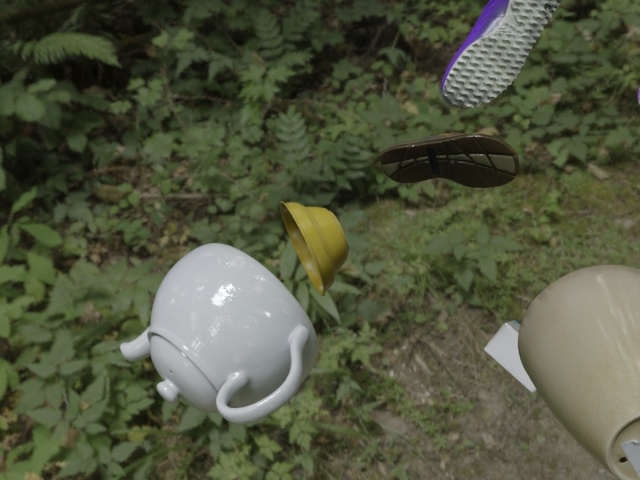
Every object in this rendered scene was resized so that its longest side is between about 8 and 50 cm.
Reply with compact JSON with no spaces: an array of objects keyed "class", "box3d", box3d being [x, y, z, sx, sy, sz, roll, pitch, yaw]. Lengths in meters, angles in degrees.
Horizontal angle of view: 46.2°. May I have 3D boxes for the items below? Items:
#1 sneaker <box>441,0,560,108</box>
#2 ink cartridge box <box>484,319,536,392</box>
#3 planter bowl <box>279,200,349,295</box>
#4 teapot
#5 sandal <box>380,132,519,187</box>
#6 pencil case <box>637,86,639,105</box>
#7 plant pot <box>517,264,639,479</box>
[{"class":"sneaker","box3d":[0.315,-0.362,1.339,0.293,0.102,0.146,-53,14,8]},{"class":"ink cartridge box","box3d":[0.477,0.267,1.764,0.148,0.203,0.086,42,102,19]},{"class":"planter bowl","box3d":[0.000,0.000,1.564,0.090,0.217,0.217,-24,36,-9]},{"class":"teapot","box3d":[-0.136,0.142,0.995,0.252,0.256,0.187,40,63,10]},{"class":"sandal","box3d":[0.203,-0.130,1.181,0.219,0.090,0.060,-1,30,30]},{"class":"pencil case","box3d":[0.749,-0.334,1.590,0.086,0.206,0.088,3,80,2]},{"class":"plant pot","box3d":[0.431,0.209,1.057,0.256,0.257,0.274,-9,23,9]}]
